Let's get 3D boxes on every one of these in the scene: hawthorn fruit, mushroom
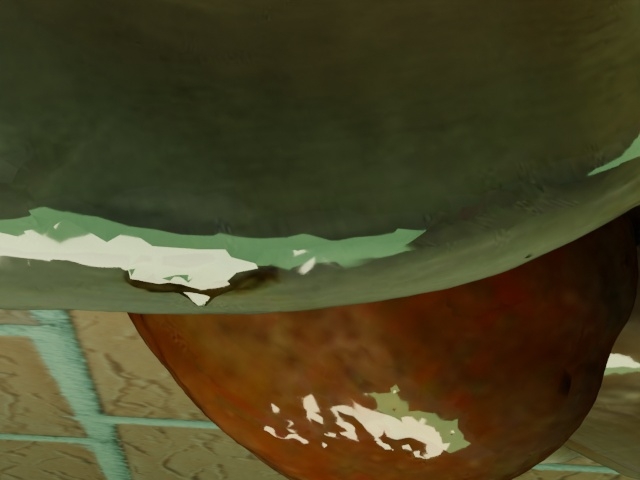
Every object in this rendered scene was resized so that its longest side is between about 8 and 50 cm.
[{"bbox_3d":[0.000,0.000,0.835,0.262,0.210,0.210,23,162,-10],"label":"hawthorn fruit"},{"bbox_3d":[-0.014,-0.055,0.666,0.397,0.177,0.126,2,-151,-4],"label":"mushroom"}]

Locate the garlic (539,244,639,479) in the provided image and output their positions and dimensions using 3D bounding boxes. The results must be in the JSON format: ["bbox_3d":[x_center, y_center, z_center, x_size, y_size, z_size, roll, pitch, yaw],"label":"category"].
[{"bbox_3d":[0.173,0.068,1.161,0.325,0.132,0.279,17,164,-40],"label":"garlic"}]
